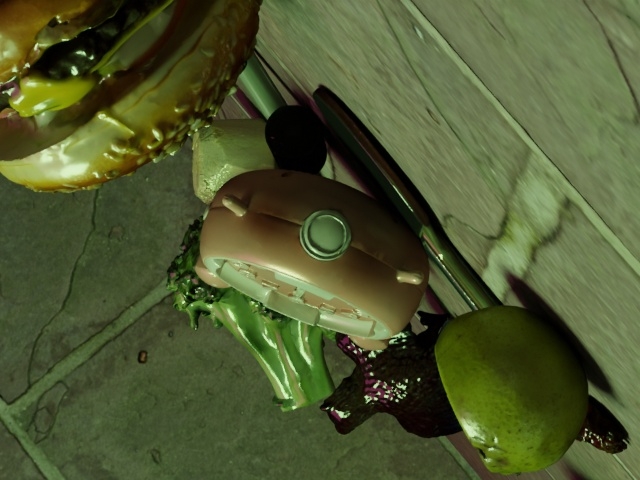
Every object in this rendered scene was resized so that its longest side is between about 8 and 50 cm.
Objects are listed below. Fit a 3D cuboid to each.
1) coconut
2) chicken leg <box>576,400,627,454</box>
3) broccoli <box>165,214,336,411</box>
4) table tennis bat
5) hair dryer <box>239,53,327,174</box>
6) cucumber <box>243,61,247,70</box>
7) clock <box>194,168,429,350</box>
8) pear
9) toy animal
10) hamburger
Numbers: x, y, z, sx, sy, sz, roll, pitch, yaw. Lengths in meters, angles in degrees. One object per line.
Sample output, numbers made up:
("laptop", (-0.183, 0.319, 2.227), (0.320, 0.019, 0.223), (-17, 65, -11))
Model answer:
("coconut", (-0.097, -0.097, 2.237), (0.116, 0.122, 0.116), (178, 90, -79))
("chicken leg", (0.229, 0.157, 1.540), (0.062, 0.037, 0.145), (38, 177, -12))
("broccoli", (-0.043, 0.053, 2.162), (0.260, 0.235, 0.288), (43, -175, -8))
("table tennis bat", (0.079, -0.027, 1.594), (0.274, 0.021, 0.154), (52, 178, 5))
("hair dryer", (-0.059, -0.156, 1.817), (0.198, 0.057, 0.100), (59, 177, 10))
("cucumber", (-0.101, -0.216, 1.751), (0.107, 0.035, 0.067), (51, -166, -22))
("clock", (0.000, 0.000, 1.717), (0.227, 0.142, 0.241), (22, 171, 0))
("pear", (0.159, 0.114, 1.412), (0.141, 0.104, 0.141), (60, -165, -28))
("toy animal", (0.087, 0.152, 1.976), (0.218, 0.179, 0.116), (54, 176, -20))
("hamburger", (-0.183, -0.177, 1.422), (0.225, 0.291, 0.291), (48, 178, -28))
